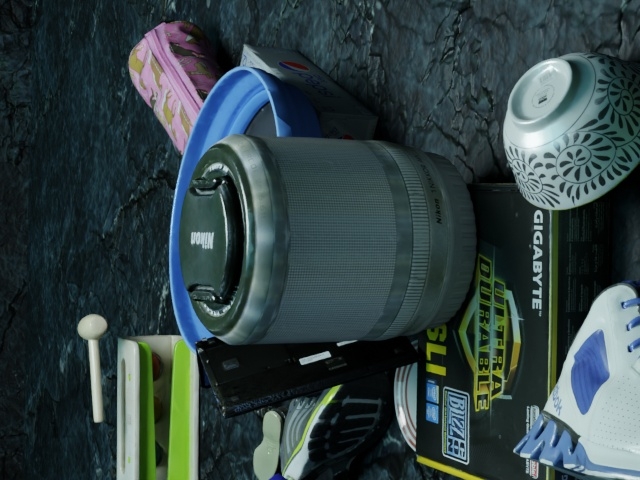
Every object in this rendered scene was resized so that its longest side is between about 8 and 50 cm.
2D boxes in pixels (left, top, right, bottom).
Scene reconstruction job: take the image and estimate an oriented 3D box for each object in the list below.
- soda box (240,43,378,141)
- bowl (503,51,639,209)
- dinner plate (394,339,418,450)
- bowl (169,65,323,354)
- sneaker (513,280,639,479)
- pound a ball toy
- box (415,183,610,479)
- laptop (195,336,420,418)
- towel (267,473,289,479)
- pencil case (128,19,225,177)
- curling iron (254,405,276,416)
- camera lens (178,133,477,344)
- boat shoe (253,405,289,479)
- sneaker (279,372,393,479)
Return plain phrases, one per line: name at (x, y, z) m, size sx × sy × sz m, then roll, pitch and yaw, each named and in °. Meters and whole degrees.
soda box at (-0.027, -0.182, 1.817) m, size 0.286 × 0.091 × 0.098 m, roll 46°, pitch 129°, yaw 54°
bowl at (0.231, -0.121, 1.228) m, size 0.170 × 0.080 × 0.170 m, roll -31°, pitch 40°, yaw 30°
dinner plate at (0.130, 0.192, 1.585) m, size 0.141 × 0.017 × 0.141 m, roll -3°, pitch 86°, yaw 63°
bowl at (-0.101, -0.034, 1.732) m, size 0.391 × 0.077 × 0.391 m, roll -172°, pitch 90°, yaw -65°
sneaker at (0.280, 0.123, 1.098) m, size 0.315 × 0.127 × 0.182 m, roll -6°, pitch 65°, yaw 70°
pound a ball toy at (-0.333, 0.285, 2.301) m, size 0.135 × 0.208 × 0.319 m, roll 1°, pitch 91°, yaw 63°
box at (0.198, 0.098, 1.384) m, size 0.257 × 0.079 × 0.322 m, roll -174°, pitch 84°, yaw -65°
laptop at (-0.022, 0.161, 1.576) m, size 0.264 × 0.234 × 0.137 m, roll -124°, pitch 20°, yaw -60°
towel at (-0.025, 0.483, 1.672) m, size 0.308 × 0.076 × 0.228 m, roll 40°, pitch 111°, yaw 30°
pencil case at (-0.189, -0.205, 2.069) m, size 0.386 × 0.160 × 0.167 m, roll -123°, pitch 41°, yaw -49°
curling iron at (-0.050, 0.180, 1.925) m, size 0.274 × 0.035 × 0.068 m, roll -60°, pitch 44°, yaw 46°
camera lens at (0.000, 0.000, 1.390) m, size 0.219 × 0.274 × 0.220 m, roll -3°, pitch 87°, yaw 64°
boat shoe at (-0.068, 0.309, 1.959) m, size 0.049 × 0.042 × 0.133 m, roll 31°, pitch 121°, yaw 31°
sneaker at (0.004, 0.242, 1.743) m, size 0.300 × 0.111 × 0.121 m, roll -61°, pitch 35°, yaw 41°
